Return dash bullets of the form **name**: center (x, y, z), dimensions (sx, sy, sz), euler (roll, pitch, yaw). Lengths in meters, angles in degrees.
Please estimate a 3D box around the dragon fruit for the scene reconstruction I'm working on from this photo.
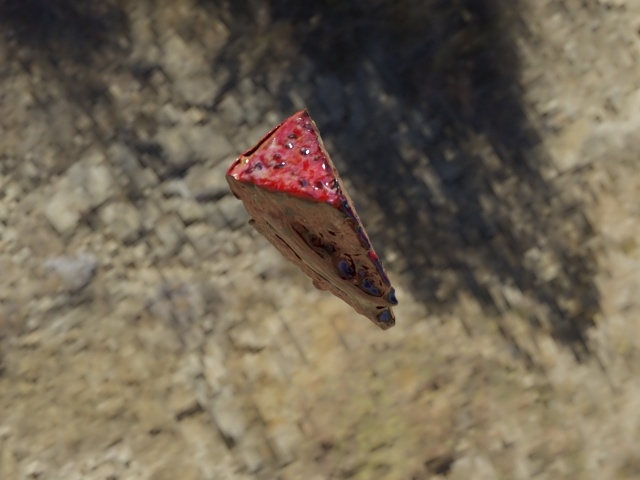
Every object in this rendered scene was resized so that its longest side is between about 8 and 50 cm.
- **dragon fruit**: center (-0.004, 0.001, 1.171), dimensions (0.097, 0.063, 0.131), euler (-114, 178, -51)
